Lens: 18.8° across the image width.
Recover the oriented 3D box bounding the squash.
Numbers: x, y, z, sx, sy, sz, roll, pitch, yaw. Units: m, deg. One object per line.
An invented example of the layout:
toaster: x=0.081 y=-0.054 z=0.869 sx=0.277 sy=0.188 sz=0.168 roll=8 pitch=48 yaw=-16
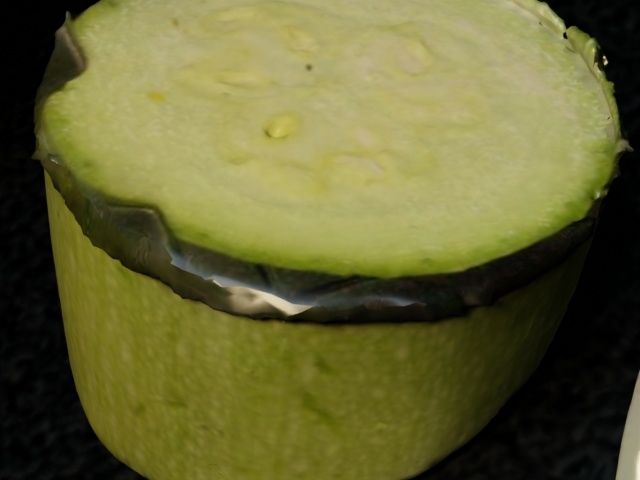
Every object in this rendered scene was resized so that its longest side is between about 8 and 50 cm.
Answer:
squash: x=0.007 y=-0.013 z=0.715 sx=0.220 sy=0.133 sz=0.220 roll=-3 pitch=44 yaw=3

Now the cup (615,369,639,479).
cup: x=0.256 y=0.089 z=0.460 sx=0.347 sy=0.163 sz=0.347 roll=-11 pitch=74 yaw=41
